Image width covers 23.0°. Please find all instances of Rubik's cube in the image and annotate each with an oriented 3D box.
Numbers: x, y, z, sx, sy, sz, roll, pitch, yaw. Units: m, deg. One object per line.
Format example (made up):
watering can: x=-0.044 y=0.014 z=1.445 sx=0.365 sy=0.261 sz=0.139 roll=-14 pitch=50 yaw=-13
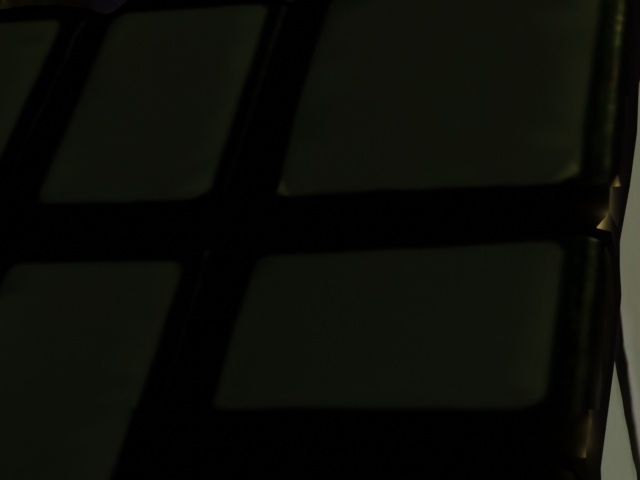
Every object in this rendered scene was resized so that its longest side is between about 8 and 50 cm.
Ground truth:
Rubik's cube: x=-0.028 y=0.111 z=0.494 sx=0.288 sy=0.283 sz=0.293 roll=68 pitch=26 yaw=-43
